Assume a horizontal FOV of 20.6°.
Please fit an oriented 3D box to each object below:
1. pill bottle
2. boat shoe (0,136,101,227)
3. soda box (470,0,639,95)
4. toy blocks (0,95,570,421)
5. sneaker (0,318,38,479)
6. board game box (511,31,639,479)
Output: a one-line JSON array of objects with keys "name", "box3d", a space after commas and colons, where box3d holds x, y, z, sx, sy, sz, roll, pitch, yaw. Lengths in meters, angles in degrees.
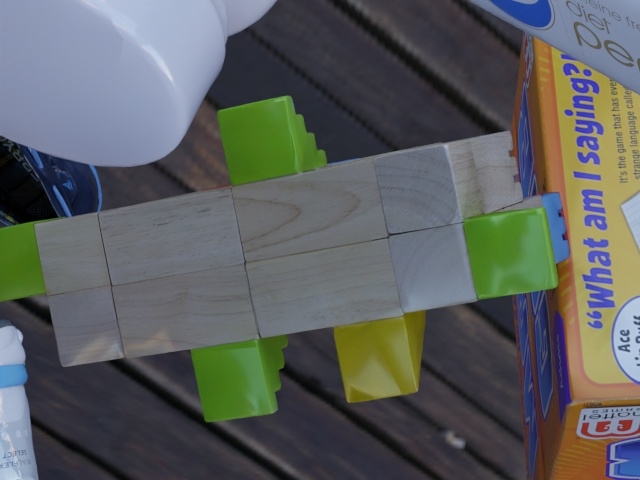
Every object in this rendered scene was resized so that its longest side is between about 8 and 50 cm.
[{"name": "pill bottle", "box3d": [-0.065, -0.184, 0.714, 0.161, 0.161, 0.283, 35, 62, -24]}, {"name": "boat shoe", "box3d": [-0.255, -0.085, 1.305, 0.258, 0.109, 0.089, 37, 30, -26]}, {"name": "soda box", "box3d": [0.112, -0.105, 0.628, 0.074, 0.216, 0.069, -46, 142, -12]}, {"name": "toy blocks", "box3d": [0.000, 0.000, 1.207, 0.261, 0.381, 0.191, -16, 96, -68]}, {"name": "sneaker", "box3d": [-0.163, 0.104, 0.652, 0.071, 0.190, 0.083, -8, 70, -42]}, {"name": "board game box", "box3d": [0.347, 0.031, 1.450, 0.356, 0.356, 0.357, -2, 63, 1]}]
